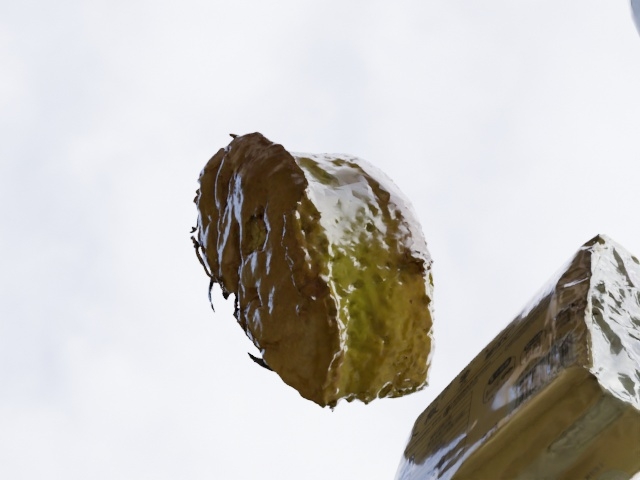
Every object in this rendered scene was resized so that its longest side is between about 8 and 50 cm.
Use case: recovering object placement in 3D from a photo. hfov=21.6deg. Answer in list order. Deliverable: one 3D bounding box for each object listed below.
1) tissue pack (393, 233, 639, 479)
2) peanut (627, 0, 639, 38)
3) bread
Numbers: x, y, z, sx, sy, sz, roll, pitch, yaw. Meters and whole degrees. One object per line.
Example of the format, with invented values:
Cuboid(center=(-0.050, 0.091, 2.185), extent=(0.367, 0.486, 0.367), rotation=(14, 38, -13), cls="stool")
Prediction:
Cuboid(center=(0.134, 0.125, 1.073), extent=(0.090, 0.186, 0.222), rotation=(34, -61, -8), cls="tissue pack")
Cuboid(center=(0.132, -0.116, 0.420), extent=(0.120, 0.298, 0.136), rotation=(14, -56, -2), cls="peanut")
Cuboid(center=(-0.001, 0.003, 1.362), extent=(0.260, 0.160, 0.147), rotation=(61, -41, 47), cls="bread")
